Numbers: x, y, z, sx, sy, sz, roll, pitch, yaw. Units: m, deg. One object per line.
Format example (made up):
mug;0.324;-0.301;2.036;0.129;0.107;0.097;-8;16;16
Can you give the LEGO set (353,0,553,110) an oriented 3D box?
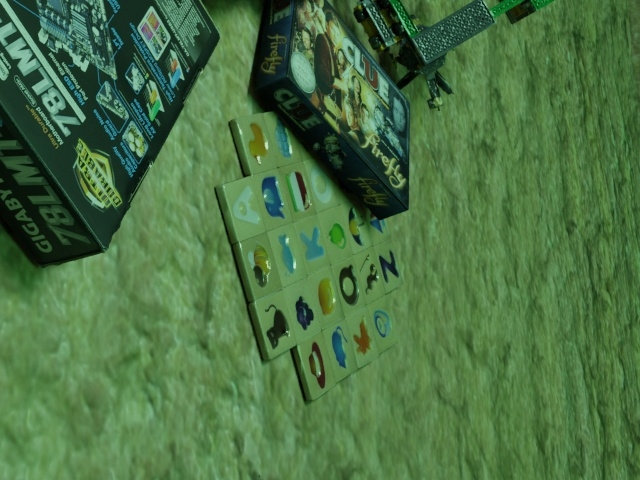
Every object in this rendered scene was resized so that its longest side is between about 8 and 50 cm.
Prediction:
LEGO set;0.177;-0.343;1.541;0.255;0.331;0.192;52;1;-4

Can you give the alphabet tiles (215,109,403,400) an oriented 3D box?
alphabet tiles;0.000;0.000;1.323;0.342;0.011;0.285;-23;99;-63

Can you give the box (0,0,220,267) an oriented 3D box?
box;-0.209;-0.183;0.944;0.295;0.073;0.293;58;33;-32

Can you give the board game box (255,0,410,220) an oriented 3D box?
board game box;0.021;-0.156;1.373;0.243;0.042;0.165;44;37;-41
